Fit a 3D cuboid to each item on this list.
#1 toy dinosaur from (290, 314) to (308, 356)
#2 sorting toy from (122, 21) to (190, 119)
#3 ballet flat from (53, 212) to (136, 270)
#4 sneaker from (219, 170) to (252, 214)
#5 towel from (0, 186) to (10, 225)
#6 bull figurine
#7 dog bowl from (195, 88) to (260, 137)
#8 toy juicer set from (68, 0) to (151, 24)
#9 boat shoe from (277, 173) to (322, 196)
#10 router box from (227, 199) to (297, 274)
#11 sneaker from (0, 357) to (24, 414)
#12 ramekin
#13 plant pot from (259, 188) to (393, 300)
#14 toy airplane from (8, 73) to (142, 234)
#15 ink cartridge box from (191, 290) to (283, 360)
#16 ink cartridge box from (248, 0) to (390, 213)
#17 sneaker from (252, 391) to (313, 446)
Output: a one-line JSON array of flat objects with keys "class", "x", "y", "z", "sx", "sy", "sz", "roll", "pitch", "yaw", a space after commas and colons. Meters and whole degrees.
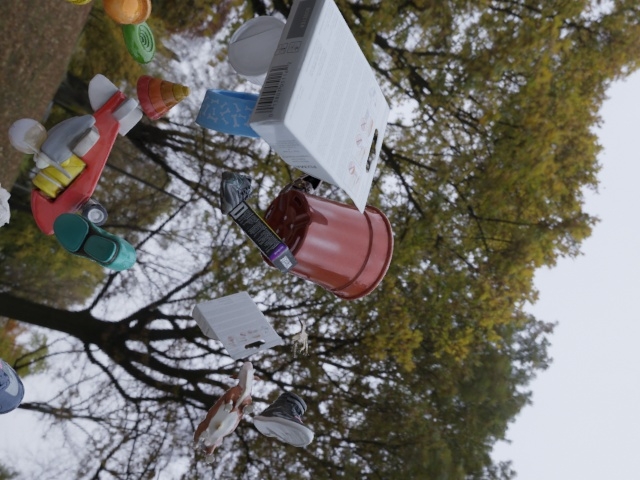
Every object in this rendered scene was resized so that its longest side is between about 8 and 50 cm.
[{"class": "toy dinosaur", "x": -0.053, "y": 0.271, "z": 1.445, "sx": 0.183, "sy": 0.053, "sz": 0.092, "roll": -69, "pitch": 168, "yaw": -83}, {"class": "sorting toy", "x": -0.427, "y": -0.512, "z": 1.365, "sx": 0.126, "sy": 0.365, "sz": 0.127, "roll": -5, "pitch": -165, "yaw": 13}, {"class": "ballet flat", "x": -0.492, "y": 0.010, "z": 1.137, "sx": 0.247, "sy": 0.087, "sz": 0.083, "roll": 22, "pitch": -102, "yaw": 33}, {"class": "sneaker", "x": -0.280, "y": -0.166, "z": 1.719, "sx": 0.267, "sy": 0.106, "sz": 0.101, "roll": -101, "pitch": -165, "yaw": -59}, {"class": "towel", "x": -0.428, "y": -0.048, "z": 0.417, "sx": 0.187, "sy": 0.282, "sz": 0.049, "roll": -39, "pitch": -143, "yaw": 13}, {"class": "bull figurine", "x": -0.283, "y": 0.525, "z": 1.586, "sx": 0.310, "sy": 0.101, "sz": 0.188, "roll": -56, "pitch": -174, "yaw": -6}, {"class": "dog bowl", "x": -0.132, "y": -0.282, "z": 1.154, "sx": 0.166, "sy": 0.297, "sz": 0.074, "roll": 29, "pitch": -65, "yaw": 39}, {"class": "toy juicer set", "x": -0.340, "y": -0.456, "z": 0.733, "sx": 0.089, "sy": 0.329, "sz": 0.209, "roll": 39, "pitch": -90, "yaw": 34}, {"class": "boat shoe", "x": -0.055, "y": -0.148, "z": 1.482, "sx": 0.073, "sy": 0.073, "sz": 0.207, "roll": -31, "pitch": -166, "yaw": 34}, {"class": "router box", "x": -0.114, "y": -0.002, "z": 1.075, "sx": 0.046, "sy": 0.179, "sz": 0.133, "roll": -42, "pitch": -101, "yaw": -5}, {"class": "sneaker", "x": -0.686, "y": 0.243, "z": 0.989, "sx": 0.131, "sy": 0.319, "sz": 0.112, "roll": 13, "pitch": -129, "yaw": 45}, {"class": "ramekin", "x": -0.226, "y": -0.750, "z": 2.083, "sx": 0.273, "sy": 0.127, "sz": 0.272, "roll": -4, "pitch": -105, "yaw": 14}, {"class": "plant pot", "x": 0.000, "y": 0.000, "z": 1.355, "sx": 0.272, "sy": 0.265, "sz": 0.272, "roll": -22, "pitch": -120, "yaw": 44}, {"class": "toy airplane", "x": -0.635, "y": -0.251, "z": 1.322, "sx": 0.386, "sy": 0.273, "sz": 0.384, "roll": -41, "pitch": -140, "yaw": 39}, {"class": "ink cartridge box", "x": -0.255, "y": 0.267, "z": 1.582, "sx": 0.232, "sy": 0.189, "sz": 0.066, "roll": 51, "pitch": -48, "yaw": 28}, {"class": "ink cartridge box", "x": 0.024, "y": -0.276, "z": 1.128, "sx": 0.091, "sy": 0.385, "sz": 0.308, "roll": 5, "pitch": -111, "yaw": 30}, {"class": "sneaker", "x": -0.088, "y": 0.543, "z": 1.612, "sx": 0.147, "sy": 0.104, "sz": 0.296, "roll": -40, "pitch": -166, "yaw": -33}]
